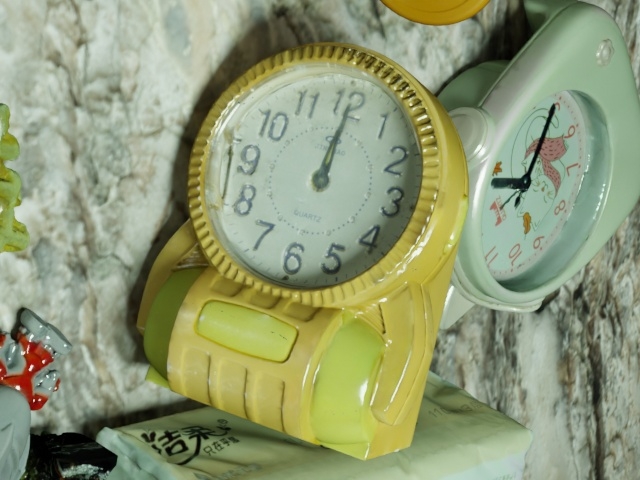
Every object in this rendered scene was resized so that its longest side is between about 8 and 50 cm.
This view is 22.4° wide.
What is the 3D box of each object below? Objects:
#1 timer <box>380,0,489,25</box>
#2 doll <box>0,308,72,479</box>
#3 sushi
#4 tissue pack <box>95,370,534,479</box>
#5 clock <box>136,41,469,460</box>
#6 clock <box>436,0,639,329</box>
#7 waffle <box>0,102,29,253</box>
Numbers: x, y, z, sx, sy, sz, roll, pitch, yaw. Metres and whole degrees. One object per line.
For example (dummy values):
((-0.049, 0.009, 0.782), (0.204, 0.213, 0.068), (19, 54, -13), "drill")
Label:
((0.118, -0.282, 1.453), (0.152, 0.132, 0.132), (-56, 145, -52), "timer")
((-0.252, 0.137, 1.252), (0.094, 0.079, 0.180), (45, 59, -32), "doll")
((-0.216, 0.199, 1.304), (0.056, 0.084, 0.083), (-3, 109, -46), "sushi")
((-0.022, 0.311, 1.474), (0.405, 0.205, 0.332), (-9, 117, -47), "tissue pack")
((0.000, 0.000, 1.348), (0.200, 0.244, 0.317), (20, 87, -70), "clock")
((0.192, -0.067, 1.617), (0.324, 0.108, 0.265), (-44, 136, -24), "clock")
((-0.300, -0.030, 1.133), (0.214, 0.054, 0.208), (-37, 127, -34), "waffle")
